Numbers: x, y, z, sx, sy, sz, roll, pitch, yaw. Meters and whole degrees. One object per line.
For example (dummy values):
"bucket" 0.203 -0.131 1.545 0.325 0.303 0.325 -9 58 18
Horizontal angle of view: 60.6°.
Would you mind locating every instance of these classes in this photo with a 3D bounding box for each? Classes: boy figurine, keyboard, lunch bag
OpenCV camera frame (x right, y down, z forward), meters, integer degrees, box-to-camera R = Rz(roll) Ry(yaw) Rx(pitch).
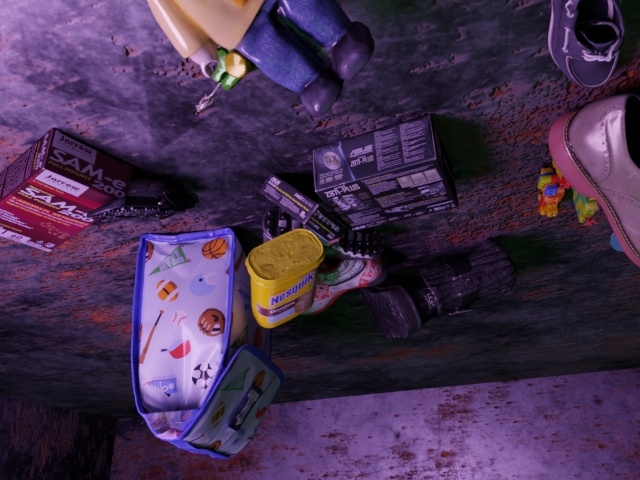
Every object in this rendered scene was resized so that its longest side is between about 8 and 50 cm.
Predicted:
"boy figurine" -0.081 -0.238 0.480 0.285 0.092 0.177 32 114 -31
"keyboard" -0.260 -0.042 0.852 0.100 0.038 0.192 -22 177 19
"lunch bag" -0.214 0.216 1.084 0.239 0.385 0.328 -6 152 8

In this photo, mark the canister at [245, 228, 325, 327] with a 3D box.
"canister" -0.062 0.071 0.945 0.126 0.073 0.170 -26 151 -22

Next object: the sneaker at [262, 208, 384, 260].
"sneaker" 0.000 0.000 1.015 0.234 0.078 0.106 9 154 -14

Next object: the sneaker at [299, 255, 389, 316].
"sneaker" -0.004 0.075 1.149 0.270 0.090 0.145 -27 143 34

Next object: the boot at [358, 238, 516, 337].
"boot" 0.240 0.105 1.181 0.260 0.131 0.348 -26 -176 -11

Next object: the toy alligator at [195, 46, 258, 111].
"toy alligator" -0.092 -0.210 0.614 0.190 0.056 0.051 -23 107 36

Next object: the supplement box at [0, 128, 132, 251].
"supplement box" -0.418 -0.068 0.848 0.239 0.073 0.130 -24 146 34

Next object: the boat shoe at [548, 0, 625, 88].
"boat shoe" 0.291 -0.221 0.596 0.075 0.065 0.206 -15 151 23

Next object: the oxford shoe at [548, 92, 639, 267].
"oxford shoe" 0.457 -0.047 0.712 0.348 0.123 0.130 40 164 -7

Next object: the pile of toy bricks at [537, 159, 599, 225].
"pile of toy bricks" 0.407 -0.075 0.852 0.118 0.105 0.212 -7 153 9

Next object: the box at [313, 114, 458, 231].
"box" 0.100 -0.093 0.825 0.180 0.077 0.147 -14 152 22

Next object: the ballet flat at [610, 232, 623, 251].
"ballet flat" 0.596 -0.033 1.027 0.052 0.057 0.168 -29 158 -8

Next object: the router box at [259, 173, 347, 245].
"router box" -0.027 -0.049 0.870 0.038 0.122 0.092 -54 140 0
